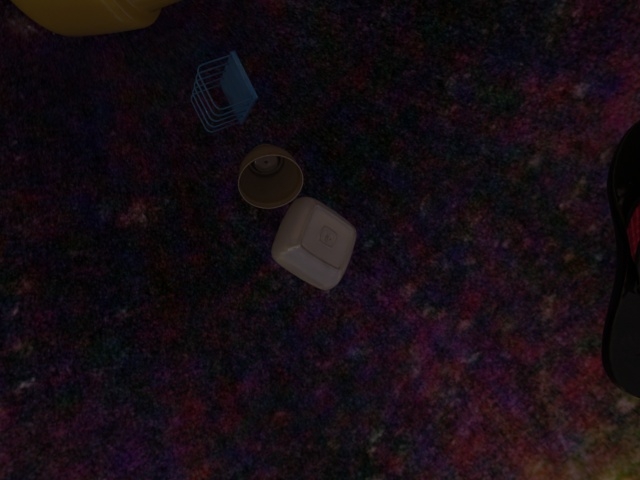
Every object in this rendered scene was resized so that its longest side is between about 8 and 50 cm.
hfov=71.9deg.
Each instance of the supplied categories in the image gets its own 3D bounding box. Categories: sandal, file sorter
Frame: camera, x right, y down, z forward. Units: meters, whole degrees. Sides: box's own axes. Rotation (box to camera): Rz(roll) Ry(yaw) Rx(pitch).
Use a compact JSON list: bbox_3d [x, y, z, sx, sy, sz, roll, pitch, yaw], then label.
[{"bbox_3d":[0.205,0.003,0.254,0.040,0.067,0.179,64,39,-70],"label":"sandal"},{"bbox_3d":[-0.238,-0.347,1.060,0.104,0.170,0.118,-29,95,-22],"label":"file sorter"}]

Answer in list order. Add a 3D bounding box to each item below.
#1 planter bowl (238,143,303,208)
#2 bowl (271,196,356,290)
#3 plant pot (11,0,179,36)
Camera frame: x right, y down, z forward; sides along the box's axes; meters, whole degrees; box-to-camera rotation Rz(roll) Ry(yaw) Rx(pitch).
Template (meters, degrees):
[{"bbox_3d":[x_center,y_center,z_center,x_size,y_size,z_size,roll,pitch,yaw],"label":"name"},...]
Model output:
[{"bbox_3d":[-0.133,-0.178,1.123,0.161,0.109,0.162,-9,136,-9],"label":"planter bowl"},{"bbox_3d":[0.000,0.000,0.767,0.142,0.053,0.142,34,60,-21],"label":"bowl"},{"bbox_3d":[-0.145,-0.324,0.381,0.238,0.254,0.254,-5,130,1],"label":"plant pot"}]
